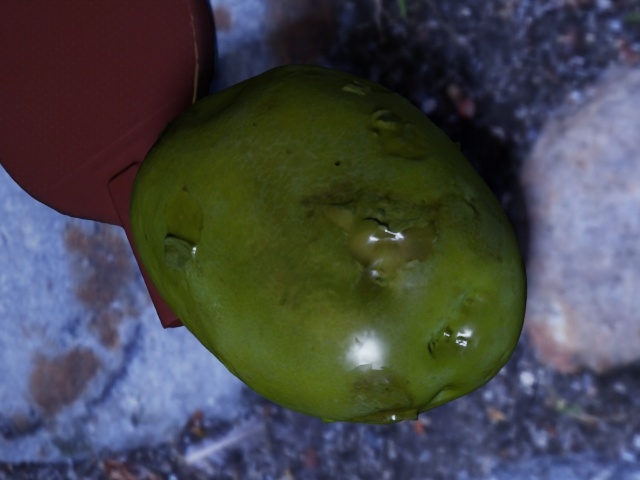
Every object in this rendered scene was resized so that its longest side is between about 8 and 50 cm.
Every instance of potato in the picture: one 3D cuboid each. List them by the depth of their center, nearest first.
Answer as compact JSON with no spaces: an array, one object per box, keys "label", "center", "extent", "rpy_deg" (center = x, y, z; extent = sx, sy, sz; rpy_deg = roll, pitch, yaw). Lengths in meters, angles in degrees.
[{"label":"potato","center":[0.000,0.000,0.956],"extent":[0.253,0.148,0.186],"rpy_deg":[21,106,30]}]

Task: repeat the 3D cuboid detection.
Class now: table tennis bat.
[{"label":"table tennis bat","center":[-0.142,-0.088,1.109],"extent":[0.200,0.038,0.310],"rpy_deg":[-32,75,30]}]
